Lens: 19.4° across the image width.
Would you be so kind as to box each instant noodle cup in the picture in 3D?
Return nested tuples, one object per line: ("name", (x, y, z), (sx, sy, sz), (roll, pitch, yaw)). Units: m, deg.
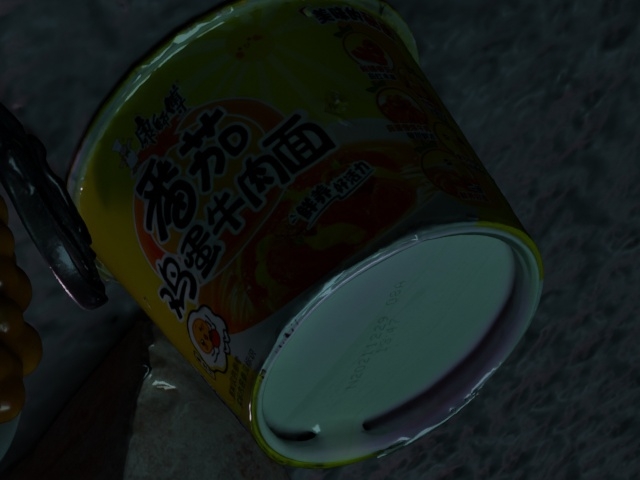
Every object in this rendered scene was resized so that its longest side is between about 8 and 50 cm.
("instant noodle cup", (0.000, 0.000, 1.158), (0.264, 0.200, 0.264), (-22, 141, -19))

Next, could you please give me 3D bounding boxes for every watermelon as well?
("watermelon", (-0.096, 0.229, 1.324), (0.250, 0.283, 0.292), (29, 87, -42))

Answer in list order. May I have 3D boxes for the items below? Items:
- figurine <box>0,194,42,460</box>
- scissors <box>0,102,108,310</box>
("figurine", (-0.271, -0.020, 0.901), (0.205, 0.224, 0.382), (-9, 137, 5))
("scissors", (-0.186, -0.077, 1.021), (0.022, 0.109, 0.300), (-25, 133, 1))
